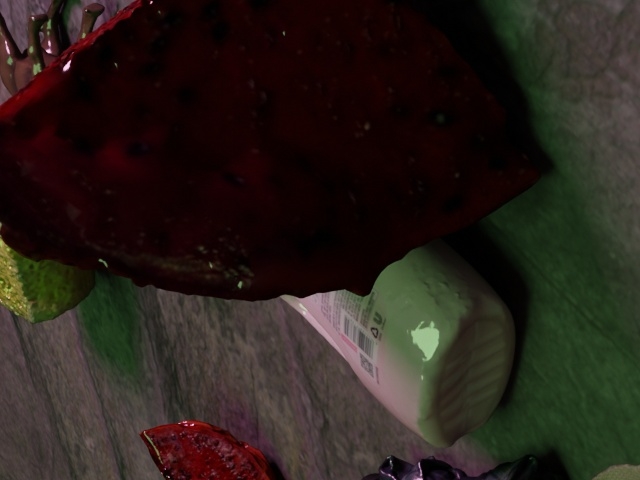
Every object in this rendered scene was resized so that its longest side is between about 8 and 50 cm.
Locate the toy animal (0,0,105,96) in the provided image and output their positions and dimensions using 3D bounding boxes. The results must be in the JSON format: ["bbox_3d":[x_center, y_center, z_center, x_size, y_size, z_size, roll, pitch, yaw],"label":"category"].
[{"bbox_3d":[-0.205,-0.112,1.563,0.214,0.094,0.186,36,134,51],"label":"toy animal"}]

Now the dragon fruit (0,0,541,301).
[{"bbox_3d":[-0.083,-0.103,1.136,0.302,0.330,0.240,32,135,47],"label":"dragon fruit"}]

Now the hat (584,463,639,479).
[{"bbox_3d":[0.247,0.235,1.068,0.252,0.110,0.252,34,131,52],"label":"hat"}]

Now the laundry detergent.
[{"bbox_3d":[0.000,0.000,1.313,0.335,0.088,0.159,42,145,36],"label":"laundry detergent"}]

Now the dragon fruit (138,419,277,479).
[{"bbox_3d":[-0.083,0.214,1.597,0.162,0.083,0.106,50,168,6],"label":"dragon fruit"}]

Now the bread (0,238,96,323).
[{"bbox_3d":[-0.264,-0.001,1.693,0.129,0.111,0.114,30,137,42],"label":"bread"}]

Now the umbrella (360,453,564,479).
[{"bbox_3d":[0.094,0.195,1.322,0.071,0.080,0.224,38,160,-21],"label":"umbrella"}]
